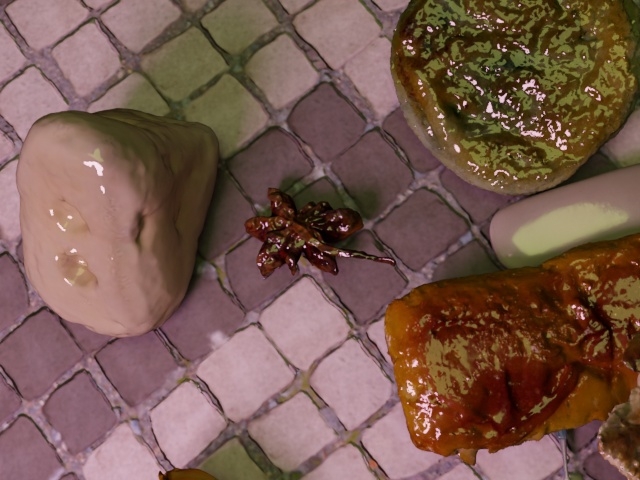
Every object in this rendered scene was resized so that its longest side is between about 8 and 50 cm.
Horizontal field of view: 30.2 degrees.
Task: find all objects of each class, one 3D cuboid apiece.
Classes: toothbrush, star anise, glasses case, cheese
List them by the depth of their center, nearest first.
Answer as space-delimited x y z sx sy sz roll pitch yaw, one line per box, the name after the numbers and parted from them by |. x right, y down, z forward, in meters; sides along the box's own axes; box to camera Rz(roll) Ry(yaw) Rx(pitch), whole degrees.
0.249 0.189 1.229 0.011 0.014 0.167 -4 73 4 | toothbrush
-0.227 -0.021 1.243 0.173 0.251 0.248 11 92 10 | cheese
0.280 -0.023 1.260 0.204 0.051 0.081 -16 75 3 | glasses case
0.000 0.000 1.275 0.190 0.070 0.097 15 66 23 | star anise

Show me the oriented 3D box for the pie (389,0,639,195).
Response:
0.214 -0.187 1.270 0.277 0.078 0.277 1 94 15 | pie

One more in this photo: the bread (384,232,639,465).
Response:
0.257 0.102 1.193 0.380 0.109 0.185 -14 72 -4 | bread

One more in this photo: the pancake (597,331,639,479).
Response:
0.380 0.166 1.107 0.257 0.056 0.212 -17 71 -19 | pancake

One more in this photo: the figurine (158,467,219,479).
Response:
-0.105 0.339 1.181 0.156 0.131 0.246 -28 88 -4 | figurine
